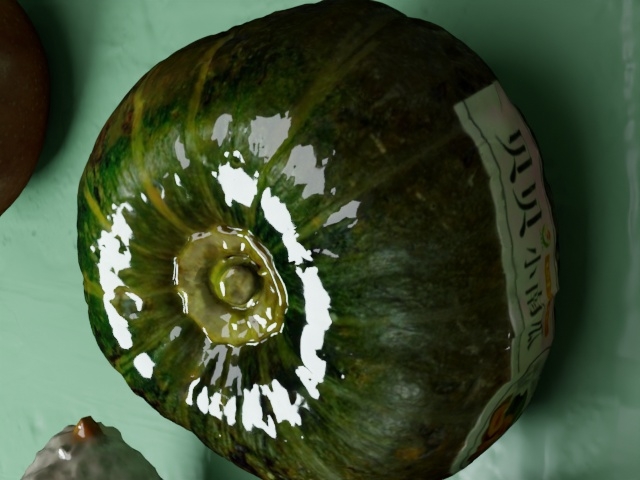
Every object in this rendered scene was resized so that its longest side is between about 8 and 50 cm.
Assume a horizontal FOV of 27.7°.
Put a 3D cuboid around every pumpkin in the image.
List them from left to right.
[{"bbox_3d":[0.001,-0.001,0.666,0.260,0.189,0.260,12,117,26],"label":"pumpkin"}]

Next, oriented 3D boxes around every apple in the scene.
[{"bbox_3d":[-0.300,-0.101,0.983,0.210,0.173,0.235,54,138,23],"label":"apple"}]

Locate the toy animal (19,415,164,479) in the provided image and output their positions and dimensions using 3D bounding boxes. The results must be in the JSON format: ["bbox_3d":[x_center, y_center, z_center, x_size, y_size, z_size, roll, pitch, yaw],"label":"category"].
[{"bbox_3d":[-0.146,0.292,0.809,0.188,0.227,0.358,-15,83,46],"label":"toy animal"}]
